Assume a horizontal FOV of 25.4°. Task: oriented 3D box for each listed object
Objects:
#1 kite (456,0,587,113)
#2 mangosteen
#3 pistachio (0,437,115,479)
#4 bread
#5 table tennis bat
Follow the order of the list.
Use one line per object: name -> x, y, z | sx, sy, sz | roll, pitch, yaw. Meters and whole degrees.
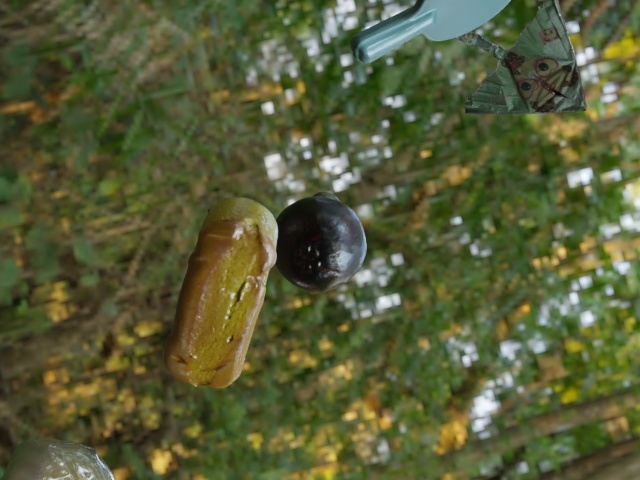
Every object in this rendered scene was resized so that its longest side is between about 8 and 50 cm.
kite -> 0.235, -0.235, 1.806 | 0.229, 0.250, 0.012 | -56, -175, 46
mangosteen -> 0.000, 0.000, 2.131 | 0.152, 0.153, 0.152 | 166, -90, -81
pistachio -> -0.250, 0.284, 1.331 | 0.152, 0.126, 0.223 | 33, -53, 46
bread -> -0.118, 0.069, 1.704 | 0.094, 0.102, 0.245 | -77, -174, -63
table tennis bat -> 0.141, -0.275, 1.676 | 0.038, 0.237, 0.149 | 56, -10, 23
